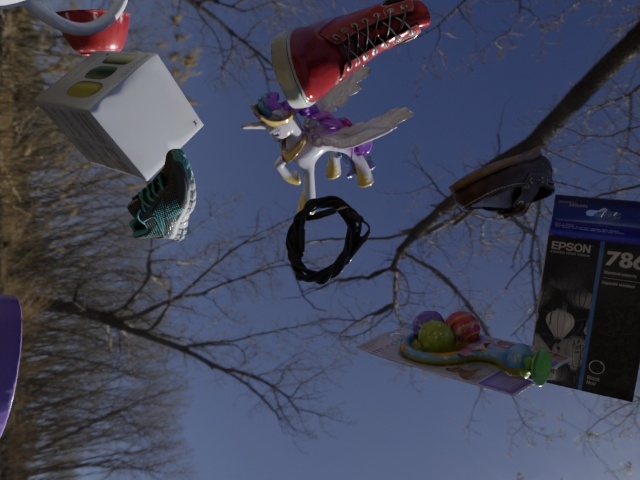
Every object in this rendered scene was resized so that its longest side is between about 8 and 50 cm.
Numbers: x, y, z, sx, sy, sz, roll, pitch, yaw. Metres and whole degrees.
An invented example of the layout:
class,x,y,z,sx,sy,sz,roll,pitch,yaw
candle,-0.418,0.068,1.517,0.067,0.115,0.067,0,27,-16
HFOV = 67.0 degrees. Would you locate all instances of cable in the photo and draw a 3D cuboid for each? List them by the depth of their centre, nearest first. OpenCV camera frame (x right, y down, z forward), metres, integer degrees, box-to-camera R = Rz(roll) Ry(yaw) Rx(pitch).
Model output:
class,x,y,z,sx,sy,sz,roll,pitch,yaw
cable,0.000,0.000,0.973,0.151,0.047,0.184,40,-85,13

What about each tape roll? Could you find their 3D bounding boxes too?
class,x,y,z,sx,sy,sz,roll,pitch,yaw
tape roll,-0.432,0.156,0.587,0.189,0.080,0.188,-14,-110,45

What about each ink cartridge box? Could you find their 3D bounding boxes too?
class,x,y,z,sx,sy,sz,roll,pitch,yaw
ink cartridge box,0.462,0.091,0.825,0.166,0.065,0.332,7,-84,27

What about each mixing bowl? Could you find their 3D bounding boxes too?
class,x,y,z,sx,sy,sz,roll,pitch,yaw
mixing bowl,-0.578,-0.530,1.244,0.181,0.182,0.098,21,-60,52

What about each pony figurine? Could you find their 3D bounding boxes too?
class,x,y,z,sx,sy,sz,roll,pitch,yaw
pony figurine,0.020,-0.252,1.169,0.302,0.351,0.363,63,-1,36

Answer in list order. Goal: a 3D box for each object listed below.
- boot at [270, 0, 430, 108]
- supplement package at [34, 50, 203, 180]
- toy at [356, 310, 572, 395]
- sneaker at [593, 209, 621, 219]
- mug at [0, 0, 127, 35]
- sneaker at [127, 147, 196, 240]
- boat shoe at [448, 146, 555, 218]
class,x,y,z,sx,sy,sz,roll,pitch,yaw
boot,0.046,-0.249,0.605,0.177,0.244,0.088,-10,-58,21
supplement package,-0.458,-0.293,1.110,0.263,0.199,0.198,18,-29,37
toy,0.174,0.125,0.625,0.237,0.137,0.056,9,-74,50
sneaker,0.570,-0.014,0.888,0.135,0.058,0.052,30,-81,34
mug,-0.510,-0.549,0.858,0.276,0.374,0.327,10,-115,40
sneaker,-0.208,-0.050,0.624,0.064,0.076,0.166,63,-35,28
boat shoe,0.229,-0.064,0.579,0.073,0.207,0.073,-26,-94,48
